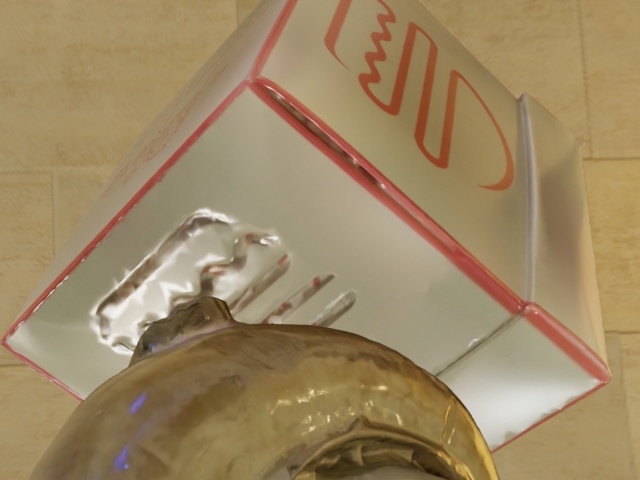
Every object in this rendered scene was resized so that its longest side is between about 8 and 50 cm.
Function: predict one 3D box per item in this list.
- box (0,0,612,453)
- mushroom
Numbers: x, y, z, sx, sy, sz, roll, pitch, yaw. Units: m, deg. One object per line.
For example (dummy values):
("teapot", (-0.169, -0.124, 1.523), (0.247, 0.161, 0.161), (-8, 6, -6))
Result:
("box", (0.000, 0.000, 0.749), (0.300, 0.312, 0.314), (40, 122, -15))
("mushroom", (-0.012, 0.144, 0.398), (0.255, 0.184, 0.255), (7, 74, -27))
